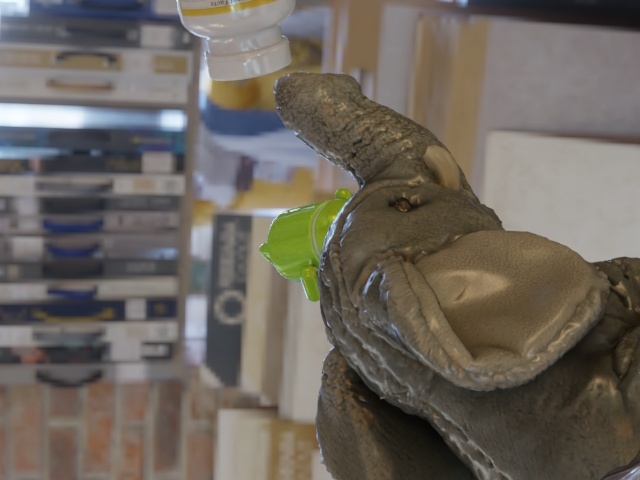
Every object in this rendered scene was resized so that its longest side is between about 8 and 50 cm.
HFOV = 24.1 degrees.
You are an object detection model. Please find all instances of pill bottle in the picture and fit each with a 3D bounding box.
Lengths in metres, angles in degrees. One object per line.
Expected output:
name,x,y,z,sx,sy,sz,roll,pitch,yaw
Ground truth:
pill bottle,-0.078,-0.236,1.286,0.103,0.103,0.184,-127,24,-69

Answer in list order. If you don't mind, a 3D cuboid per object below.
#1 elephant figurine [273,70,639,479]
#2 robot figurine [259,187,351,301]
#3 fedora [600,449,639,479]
elephant figurine,0.066,0.043,0.643,0.186,0.239,0.169,-66,-6,-77
robot figurine,0.000,0.000,1.322,0.115,0.067,0.101,-13,42,45
fedora,0.155,0.056,0.396,0.244,0.124,0.275,-54,-12,-11
